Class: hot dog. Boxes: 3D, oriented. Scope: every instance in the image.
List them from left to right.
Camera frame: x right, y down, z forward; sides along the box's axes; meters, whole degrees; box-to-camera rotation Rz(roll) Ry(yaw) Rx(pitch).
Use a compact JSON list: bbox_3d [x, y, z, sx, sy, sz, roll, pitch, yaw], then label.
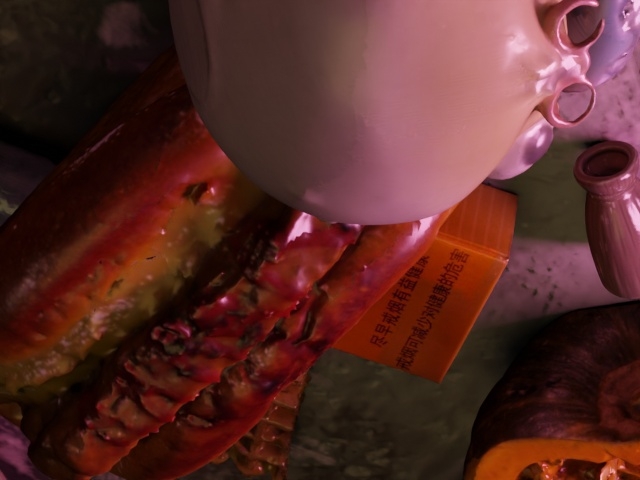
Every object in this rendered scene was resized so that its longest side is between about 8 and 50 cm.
[{"bbox_3d":[-0.070,0.000,0.969,0.185,0.223,0.405,41,111,-11],"label":"hot dog"}]

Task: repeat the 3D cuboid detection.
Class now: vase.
[{"bbox_3d":[0.198,-0.014,1.081,0.053,0.053,0.101,-7,129,23],"label":"vase"}]

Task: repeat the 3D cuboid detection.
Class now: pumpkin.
[{"bbox_3d":[0.268,0.158,1.182,0.317,0.139,0.222,-13,128,27],"label":"pumpkin"}]

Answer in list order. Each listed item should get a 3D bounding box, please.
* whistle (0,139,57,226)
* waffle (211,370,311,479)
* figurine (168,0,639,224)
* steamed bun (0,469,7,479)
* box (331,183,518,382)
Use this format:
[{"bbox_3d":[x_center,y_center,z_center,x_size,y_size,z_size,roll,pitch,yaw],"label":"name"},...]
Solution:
[{"bbox_3d":[-0.310,-0.074,1.164,0.312,0.062,0.062,22,138,-8],"label":"whistle"},{"bbox_3d":[-0.051,0.128,1.316,0.160,0.046,0.192,-9,134,26],"label":"waffle"},{"bbox_3d":[0.109,-0.157,0.828,0.394,0.274,0.227,-14,131,-18],"label":"figurine"},{"bbox_3d":[-0.383,0.245,1.443,0.282,0.177,0.283,10,133,11],"label":"steamed bun"},{"bbox_3d":[0.000,0.000,1.146,0.237,0.070,0.152,19,138,-2],"label":"box"}]
